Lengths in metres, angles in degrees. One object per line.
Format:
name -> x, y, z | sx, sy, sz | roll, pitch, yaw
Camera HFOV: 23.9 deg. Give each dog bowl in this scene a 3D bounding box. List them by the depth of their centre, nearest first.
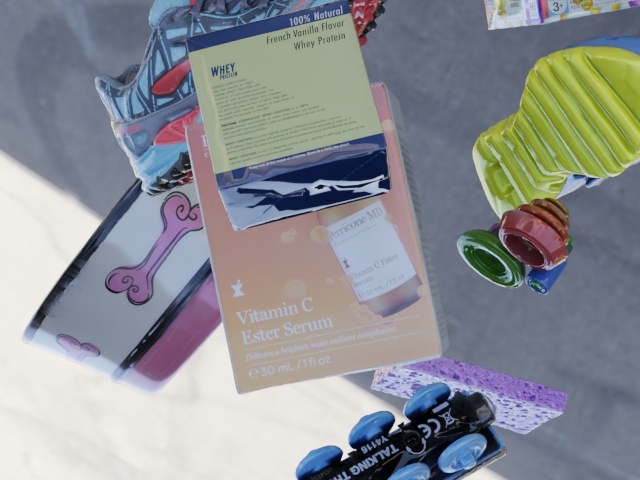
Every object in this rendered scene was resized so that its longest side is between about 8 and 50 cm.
dog bowl -> -0.124, -0.011, 1.578 | 0.150, 0.408, 0.408 | 39, 161, -3

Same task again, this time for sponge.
sponge -> 0.177, 0.179, 1.804 | 0.210, 0.031, 0.117 | 18, 157, -12

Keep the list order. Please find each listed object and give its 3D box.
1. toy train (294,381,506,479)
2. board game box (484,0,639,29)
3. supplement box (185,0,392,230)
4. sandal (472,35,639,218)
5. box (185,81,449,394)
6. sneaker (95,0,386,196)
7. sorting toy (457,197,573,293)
toy train -> 0.058, 0.183, 1.183 | 0.080, 0.184, 0.105 | 55, 170, 33
board game box -> 0.248, -0.375, 1.611 | 0.142, 0.144, 0.275 | -164, 62, -72
supplement box -> -0.015, -0.061, 0.741 | 0.083, 0.083, 0.056 | -14, 159, 0
sandal -> 0.252, -0.114, 1.383 | 0.126, 0.138, 0.317 | 64, 161, 3
box -> 0.000, 0.000, 0.950 | 0.130, 0.170, 0.091 | -13, 178, 7
sneaker -> -0.067, -0.143, 1.057 | 0.262, 0.104, 0.125 | -38, 84, 29
sorting toy -> 0.134, -0.001, 0.973 | 0.061, 0.042, 0.102 | 42, 159, -10
